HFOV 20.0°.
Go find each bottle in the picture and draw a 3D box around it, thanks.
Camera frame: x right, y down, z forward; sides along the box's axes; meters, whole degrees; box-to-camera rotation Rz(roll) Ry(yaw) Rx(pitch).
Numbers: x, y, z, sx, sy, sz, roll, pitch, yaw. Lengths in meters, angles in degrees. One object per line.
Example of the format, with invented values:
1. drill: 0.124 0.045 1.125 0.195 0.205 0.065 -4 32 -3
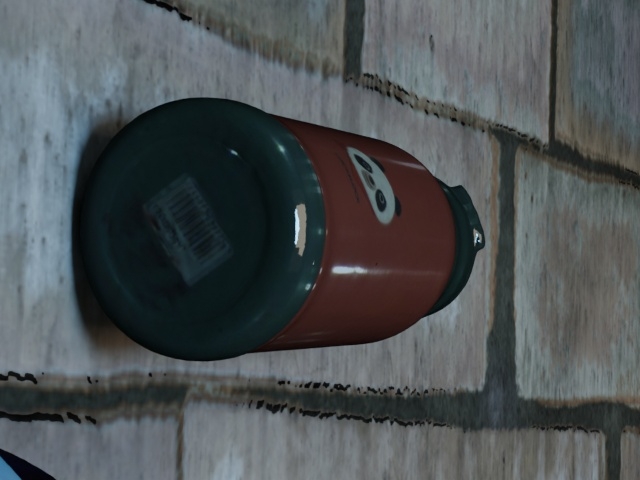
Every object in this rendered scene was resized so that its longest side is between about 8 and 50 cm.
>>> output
1. bottle: 0.000 0.000 1.112 0.336 0.144 0.144 6 85 -64

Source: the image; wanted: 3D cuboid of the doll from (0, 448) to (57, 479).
1. doll: -0.159 0.159 0.792 0.177 0.141 0.314 51 5 20
